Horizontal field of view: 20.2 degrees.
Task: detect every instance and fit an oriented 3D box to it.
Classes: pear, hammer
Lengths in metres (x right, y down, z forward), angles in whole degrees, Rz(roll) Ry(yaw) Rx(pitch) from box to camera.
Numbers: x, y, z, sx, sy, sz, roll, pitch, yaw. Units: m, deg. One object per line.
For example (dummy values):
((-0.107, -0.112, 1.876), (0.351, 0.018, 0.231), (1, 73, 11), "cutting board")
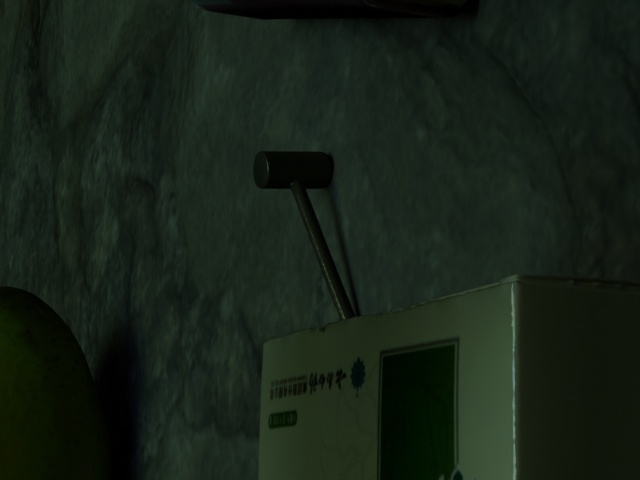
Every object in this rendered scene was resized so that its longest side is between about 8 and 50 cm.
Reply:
((-0.229, 0.138, 1.173), (0.187, 0.187, 0.219), (-142, 55, -64), "pear")
((0.000, 0.000, 0.870), (0.019, 0.035, 0.110), (-62, 40, 44), "hammer")

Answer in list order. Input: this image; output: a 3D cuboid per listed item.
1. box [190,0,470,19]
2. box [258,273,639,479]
((0.004, -0.164, 0.851), (0.224, 0.069, 0.120), (-161, 78, -65), "box")
((0.055, 0.109, 0.622), (0.212, 0.095, 0.168), (159, 112, -65), "box")
